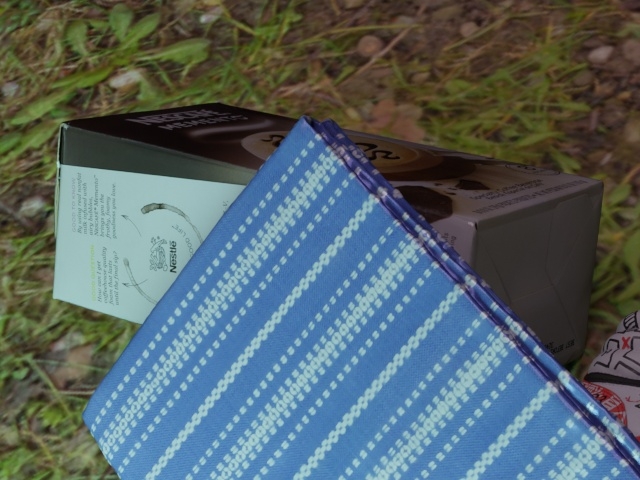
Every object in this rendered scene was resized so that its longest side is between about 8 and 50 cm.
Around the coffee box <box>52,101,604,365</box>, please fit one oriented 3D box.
[{"bbox_3d":[0.000,0.000,1.098,0.297,0.118,0.168,14,16,31],"label":"coffee box"}]

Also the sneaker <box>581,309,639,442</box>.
[{"bbox_3d":[0.254,0.114,0.956,0.270,0.090,0.145,13,56,35],"label":"sneaker"}]

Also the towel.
[{"bbox_3d":[0.030,0.124,0.941,0.336,0.040,0.243,48,110,29],"label":"towel"}]
